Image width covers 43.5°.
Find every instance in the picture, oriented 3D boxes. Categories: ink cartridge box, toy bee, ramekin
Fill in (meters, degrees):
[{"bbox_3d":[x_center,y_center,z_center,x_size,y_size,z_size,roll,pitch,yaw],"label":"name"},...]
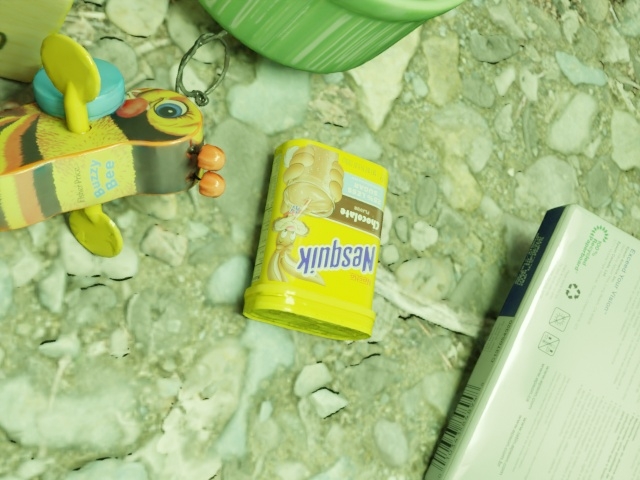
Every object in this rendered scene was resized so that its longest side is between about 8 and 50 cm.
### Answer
[{"bbox_3d":[0.322,0.179,0.846,0.330,0.071,0.324,29,80,-9],"label":"ink cartridge box"},{"bbox_3d":[-0.158,-0.083,0.633,0.298,0.162,0.195,-42,146,-15],"label":"toy bee"},{"bbox_3d":[-0.001,-0.309,0.761,0.303,0.148,0.303,15,61,-30],"label":"ramekin"}]

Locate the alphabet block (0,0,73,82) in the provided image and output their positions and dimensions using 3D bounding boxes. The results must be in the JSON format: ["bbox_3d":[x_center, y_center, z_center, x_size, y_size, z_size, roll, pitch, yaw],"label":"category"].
[{"bbox_3d":[-0.289,-0.254,0.596,0.197,0.192,0.193,8,78,-26],"label":"alphabet block"}]

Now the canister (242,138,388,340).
[{"bbox_3d":[0.000,0.000,0.773,0.126,0.073,0.170,17,71,-26],"label":"canister"}]
